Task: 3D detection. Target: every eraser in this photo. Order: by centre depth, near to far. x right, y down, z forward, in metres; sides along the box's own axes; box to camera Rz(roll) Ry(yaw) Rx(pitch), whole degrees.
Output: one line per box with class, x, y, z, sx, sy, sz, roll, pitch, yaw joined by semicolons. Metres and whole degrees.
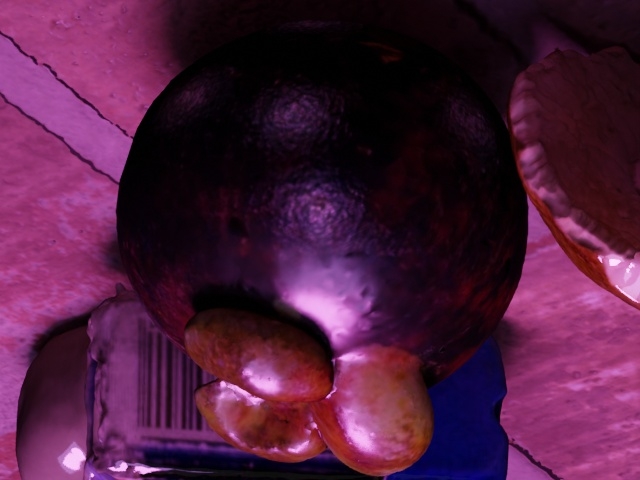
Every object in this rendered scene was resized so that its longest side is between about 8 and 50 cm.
eraser;-0.023;0.128;1.469;0.332;0.155;0.101;5;155;-16

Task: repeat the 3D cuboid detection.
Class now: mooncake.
mooncake;-0.131;0.177;1.611;0.275;0.135;0.275;2;143;2

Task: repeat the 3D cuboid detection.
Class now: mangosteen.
mangosteen;0.000;0.000;1.219;0.288;0.288;0.288;5;143;4

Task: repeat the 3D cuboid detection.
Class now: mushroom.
mushroom;0.253;-0.098;1.168;0.233;0.301;0.208;24;-176;-23
